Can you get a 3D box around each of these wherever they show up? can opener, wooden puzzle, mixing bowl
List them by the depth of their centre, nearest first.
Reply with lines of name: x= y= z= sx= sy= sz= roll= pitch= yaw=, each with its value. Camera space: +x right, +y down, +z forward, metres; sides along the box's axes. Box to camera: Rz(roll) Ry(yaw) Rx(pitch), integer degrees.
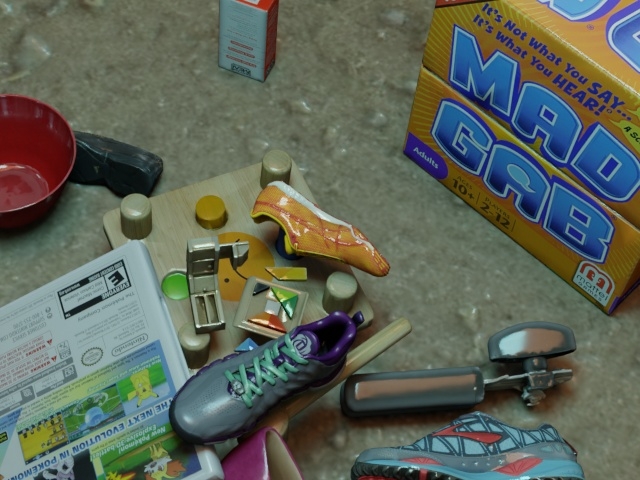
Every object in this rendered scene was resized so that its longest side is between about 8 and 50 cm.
wooden puzzle: x=-0.054 y=0.074 z=1.417 sx=0.079 sy=0.014 sz=0.116 roll=9 pitch=59 yaw=-1
can opener: x=0.161 y=0.157 z=1.495 sx=0.280 sy=0.074 sz=0.093 roll=-8 pitch=74 yaw=-8
mixing bowl: x=-0.390 y=-0.082 z=1.589 sx=0.181 sy=0.098 sz=0.181 roll=2 pitch=56 yaw=-3

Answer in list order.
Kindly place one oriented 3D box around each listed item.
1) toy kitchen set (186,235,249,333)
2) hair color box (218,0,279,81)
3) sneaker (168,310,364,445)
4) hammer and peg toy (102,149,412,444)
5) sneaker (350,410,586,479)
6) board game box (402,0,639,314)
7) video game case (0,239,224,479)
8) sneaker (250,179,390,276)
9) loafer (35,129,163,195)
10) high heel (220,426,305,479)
toy kitchen set: x=-0.107 y=0.045 z=1.386 sx=0.068 sy=0.083 sz=0.075 roll=-7 pitch=60 yaw=-11
hair color box: x=-0.098 y=-0.284 z=1.728 sx=0.072 sy=0.141 sz=0.043 roll=21 pitch=56 yaw=8
sneaker: x=-0.055 y=0.128 z=1.309 sx=0.224 sy=0.098 sz=0.083 roll=-26 pitch=68 yaw=-36
hammer and peg toy: x=-0.072 y=0.077 z=1.498 sx=0.266 sy=0.127 sz=0.361 roll=-20 pitch=63 yaw=-18
sneaker: x=0.160 y=0.252 z=1.436 sx=0.262 sy=0.104 sz=0.125 roll=4 pitch=38 yaw=-8
board game box: x=0.371 y=-0.208 z=1.594 sx=0.356 sy=0.356 sz=0.356 roll=40 pitch=61 yaw=20
video game case: x=-0.293 y=0.193 z=1.375 sx=0.329 sy=0.036 sz=0.300 roll=-27 pitch=60 yaw=6
sneaker: x=0.000 y=0.000 z=1.452 sx=0.175 sy=0.064 sz=0.067 roll=30 pitch=81 yaw=16
loafer: x=-0.284 y=-0.107 z=1.648 sx=0.170 sy=0.062 sz=0.061 roll=23 pitch=34 yaw=7
high heel: x=0.011 y=0.364 z=1.267 sx=0.377 sy=0.181 sz=0.127 roll=39 pitch=19 yaw=21
